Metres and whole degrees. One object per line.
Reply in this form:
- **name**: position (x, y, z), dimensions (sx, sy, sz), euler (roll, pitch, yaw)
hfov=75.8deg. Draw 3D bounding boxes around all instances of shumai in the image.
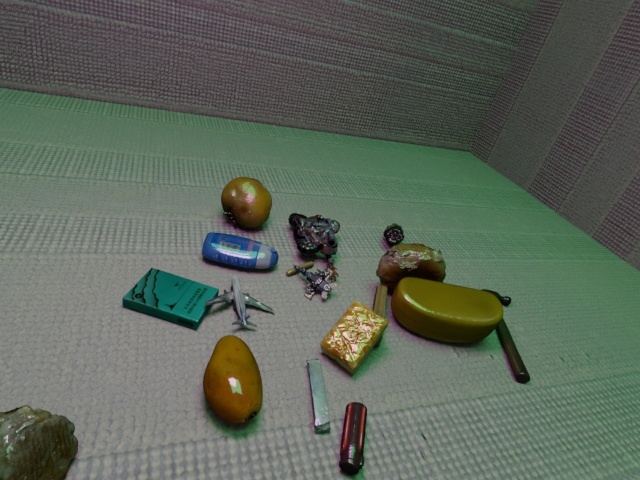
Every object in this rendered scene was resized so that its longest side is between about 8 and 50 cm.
- **shumai**: position (-0.560, 0.395, 0.742), dimensions (0.142, 0.184, 0.184), euler (-6, 30, 9)

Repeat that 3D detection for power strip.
- **power strip**: position (0.192, 0.249, 1.372), dimensions (0.044, 0.064, 0.305), euler (15, 31, 5)

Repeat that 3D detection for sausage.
- **sausage**: position (-0.075, 0.103, 1.521), dimensions (0.024, 0.024, 0.132), euler (36, 36, 30)

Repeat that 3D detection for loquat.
- **loquat**: position (-0.299, -0.146, 1.666), dimensions (0.213, 0.213, 0.213), euler (12, 32, -7)

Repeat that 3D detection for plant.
- **plant**: position (0.329, -0.023, 1.828), dimensions (0.094, 0.092, 0.143), euler (55, 12, -4)

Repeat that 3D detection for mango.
- **mango**: position (-0.219, 0.329, 1.012), dimensions (0.138, 0.113, 0.253), euler (2, 32, -22)

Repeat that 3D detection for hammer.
- **hammer**: position (0.666, 0.326, 1.488), dimensions (0.168, 0.044, 0.440), euler (15, 31, -3)

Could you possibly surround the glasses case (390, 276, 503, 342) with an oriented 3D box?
- **glasses case**: position (0.424, 0.247, 1.397), dimensions (0.371, 0.141, 0.173), euler (11, 42, -5)

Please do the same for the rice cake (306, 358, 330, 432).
- **rice cake**: position (-0.007, 0.398, 1.076), dimensions (0.043, 0.034, 0.211), euler (0, 34, -9)

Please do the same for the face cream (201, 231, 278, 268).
- **face cream**: position (-0.280, 0.040, 1.470), dimensions (0.264, 0.083, 0.149), euler (13, 32, -6)

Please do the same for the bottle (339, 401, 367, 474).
- **bottle**: position (0.080, 0.470, 0.981), dimensions (0.060, 0.060, 0.164), euler (17, 32, 2)

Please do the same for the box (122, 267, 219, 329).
- **box**: position (-0.441, 0.169, 1.232), dimensions (0.226, 0.042, 0.161), euler (17, 30, 1)

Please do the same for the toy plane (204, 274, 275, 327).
- **toy plane**: position (-0.251, 0.185, 1.272), dimensions (0.226, 0.058, 0.226), euler (12, 23, -30)

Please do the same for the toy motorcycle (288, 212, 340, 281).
- **toy motorcycle**: position (0.000, 0.000, 1.615), dimensions (0.207, 0.134, 0.401), euler (-1, 31, -14)

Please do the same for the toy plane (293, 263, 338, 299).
- **toy plane**: position (-0.030, 0.130, 1.444), dimensions (0.188, 0.062, 0.135), euler (38, 69, 19)

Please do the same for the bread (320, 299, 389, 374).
- **bread**: position (0.100, 0.280, 1.216), dimensions (0.125, 0.068, 0.188), euler (31, 60, 24)

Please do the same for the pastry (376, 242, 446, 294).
- **pastry**: position (0.329, 0.121, 1.487), dimensions (0.257, 0.235, 0.121), euler (4, 44, 1)
